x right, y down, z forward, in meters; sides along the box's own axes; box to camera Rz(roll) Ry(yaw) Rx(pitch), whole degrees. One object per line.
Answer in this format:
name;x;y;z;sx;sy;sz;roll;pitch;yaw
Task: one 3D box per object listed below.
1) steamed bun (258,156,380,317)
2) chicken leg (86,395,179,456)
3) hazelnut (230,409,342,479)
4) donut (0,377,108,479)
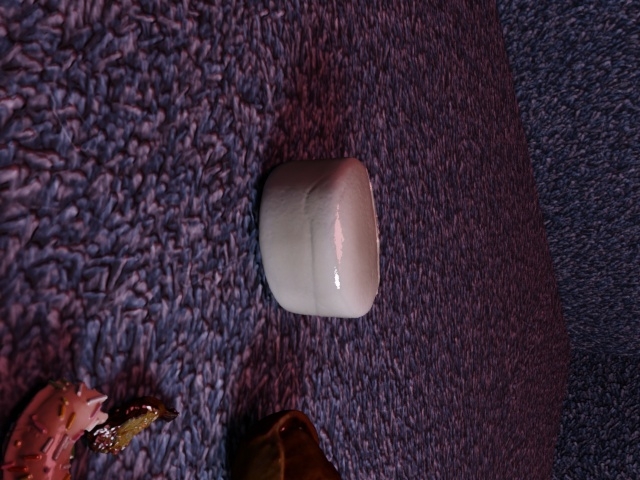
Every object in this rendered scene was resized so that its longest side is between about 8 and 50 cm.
steamed bun;0.000;0.000;1.096;0.164;0.146;0.241;-23;109;-64
chicken leg;-0.208;0.207;0.841;0.145;0.037;0.062;-19;129;-59
hazelnut;-0.043;0.333;1.001;0.170;0.160;0.201;82;11;-75
donut;-0.258;0.227;0.721;0.117;0.065;0.166;-34;118;-57
